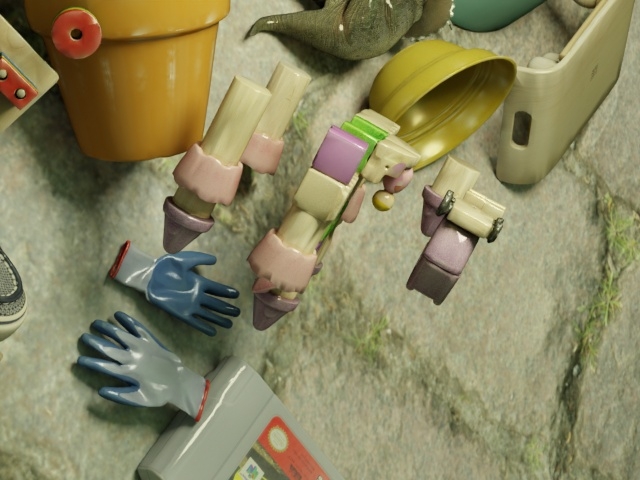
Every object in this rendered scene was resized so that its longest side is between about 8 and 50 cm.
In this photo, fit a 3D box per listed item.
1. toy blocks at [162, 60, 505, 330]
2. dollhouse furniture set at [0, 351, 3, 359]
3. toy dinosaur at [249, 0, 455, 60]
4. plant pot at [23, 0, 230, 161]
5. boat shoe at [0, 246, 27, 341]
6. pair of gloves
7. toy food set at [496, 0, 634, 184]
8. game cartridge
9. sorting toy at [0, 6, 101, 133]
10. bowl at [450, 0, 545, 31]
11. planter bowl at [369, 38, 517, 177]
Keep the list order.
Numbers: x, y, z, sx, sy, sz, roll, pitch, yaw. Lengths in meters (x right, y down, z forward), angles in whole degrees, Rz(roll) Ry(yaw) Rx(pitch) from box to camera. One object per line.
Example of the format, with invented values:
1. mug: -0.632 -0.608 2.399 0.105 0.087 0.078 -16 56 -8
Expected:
1. toy blocks: 0.000 0.000 1.522 0.260 0.309 0.288 -62 176 13
2. dollhouse furniture set: -0.387 0.144 1.290 0.123 0.144 0.151 49 22 -30
3. toy dinosaur: 0.057 -0.283 1.730 0.313 0.121 0.160 -32 99 -42
4. plant pot: -0.189 -0.187 1.466 0.205 0.205 0.188 -22 119 -41
5. boat shoe: -0.362 -0.063 1.243 0.340 0.158 0.127 40 26 -14
6. pair of gloves: -0.169 0.092 1.555 0.159 0.023 0.198 29 63 -25
7. toy food set: 0.328 -0.243 1.955 0.306 0.092 0.220 -50 156 -30
8. game cartridge: -0.070 0.298 1.633 0.196 0.060 0.294 -52 120 -26
9. sorting toy: -0.335 -0.141 1.314 0.274 0.046 0.132 -42 112 2
10. bowl: 0.257 -0.438 1.889 0.311 0.163 0.311 3 85 -42
11. planter bowl: 0.127 -0.180 1.776 0.217 0.217 0.090 -16 63 -41
